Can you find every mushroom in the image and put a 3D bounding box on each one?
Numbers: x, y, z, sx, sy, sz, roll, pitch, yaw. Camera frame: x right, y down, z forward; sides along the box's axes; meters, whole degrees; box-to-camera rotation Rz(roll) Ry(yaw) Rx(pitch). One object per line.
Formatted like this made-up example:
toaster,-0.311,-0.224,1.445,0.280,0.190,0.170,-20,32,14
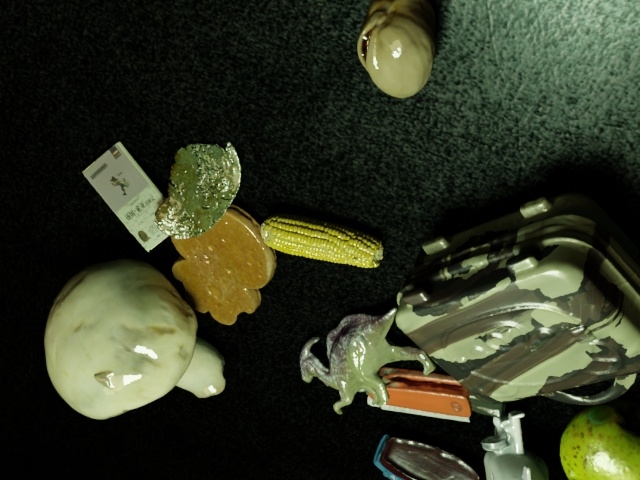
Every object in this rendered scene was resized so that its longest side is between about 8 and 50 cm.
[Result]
mushroom,-0.331,0.202,1.997,0.315,0.314,0.336,-13,147,37

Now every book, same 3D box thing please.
book,-0.322,-0.074,1.858,0.181,0.014,0.127,52,135,-7

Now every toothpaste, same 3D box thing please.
toothpaste,0.179,0.304,1.980,0.191,0.031,0.048,6,131,20

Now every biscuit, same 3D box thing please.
biscuit,-0.173,0.038,1.893,0.202,0.044,0.288,23,139,12

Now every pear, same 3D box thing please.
pear,0.526,0.376,1.763,0.238,0.164,0.255,-4,128,35

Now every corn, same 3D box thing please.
corn,0.000,0.000,1.742,0.206,0.067,0.067,13,137,16

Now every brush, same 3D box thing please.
brush,0.171,0.266,1.934,0.324,0.051,0.070,6,141,20

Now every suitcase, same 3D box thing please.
suitcase,0.325,0.106,1.580,0.339,0.194,0.352,42,139,-24

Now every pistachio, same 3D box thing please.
pistachio,0.103,-0.254,1.410,0.113,0.113,0.149,11,151,19

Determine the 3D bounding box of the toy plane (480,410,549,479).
toy plane,0.350,0.418,1.875,0.118,0.252,0.252,-10,134,-5

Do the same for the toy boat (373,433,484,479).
toy boat,0.211,0.438,2.050,0.223,0.100,0.097,20,163,10

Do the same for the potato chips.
potato chips,-0.203,-0.087,1.770,0.209,0.026,0.142,-30,94,29

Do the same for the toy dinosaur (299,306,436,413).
toy dinosaur,0.068,0.213,1.891,0.294,0.077,0.162,-36,87,34
